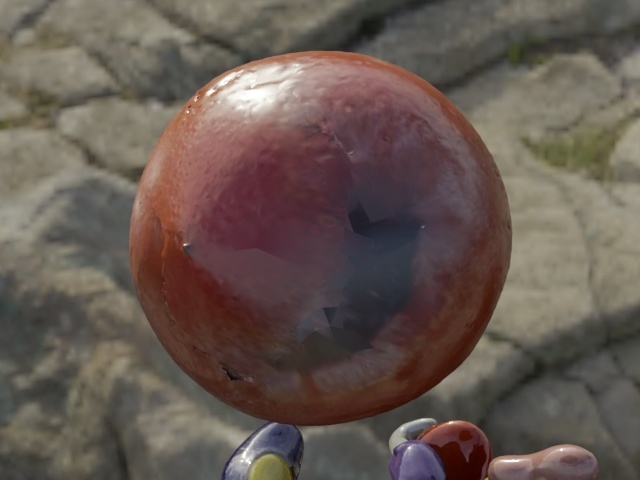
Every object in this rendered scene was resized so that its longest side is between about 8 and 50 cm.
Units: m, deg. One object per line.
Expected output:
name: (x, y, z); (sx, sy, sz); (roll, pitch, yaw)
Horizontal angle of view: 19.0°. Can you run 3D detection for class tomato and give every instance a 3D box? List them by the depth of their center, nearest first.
tomato: (0.000, 0.000, 1.043); (0.208, 0.208, 0.184); (4, 19, 8)

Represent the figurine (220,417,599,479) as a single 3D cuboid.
figurine: (0.065, 0.217, 1.431); (0.421, 0.154, 0.193); (-12, 10, 39)
